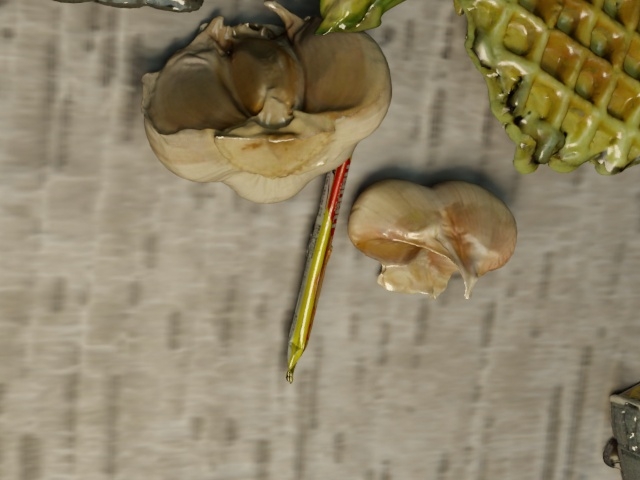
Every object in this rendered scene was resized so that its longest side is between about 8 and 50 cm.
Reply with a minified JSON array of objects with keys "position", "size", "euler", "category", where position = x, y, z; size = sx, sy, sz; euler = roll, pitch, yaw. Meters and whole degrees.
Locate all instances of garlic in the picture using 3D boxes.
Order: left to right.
[{"position":[-0.044,-0.117,1.113],"size":[0.230,0.178,0.142],"euler":[-15,139,3],"category":"garlic"},{"position":[0.112,-0.006,1.210],"size":[0.175,0.099,0.124],"euler":[11,84,-20],"category":"garlic"}]

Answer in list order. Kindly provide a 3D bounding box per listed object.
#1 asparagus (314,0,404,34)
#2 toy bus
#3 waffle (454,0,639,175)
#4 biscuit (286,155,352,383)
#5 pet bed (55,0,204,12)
[{"position":[0.136,-0.285,1.099],"size":[0.343,0.082,0.085],"euler":[-27,152,-15],"category":"asparagus"},{"position":[0.406,0.293,1.382],"size":[0.106,0.092,0.268],"euler":[-23,108,-23],"category":"toy bus"},{"position":[0.276,-0.225,1.225],"size":[0.297,0.073,0.317],"euler":[-23,102,-18],"category":"waffle"},{"position":[0.000,0.000,1.197],"size":[0.026,0.048,0.291],"euler":[15,99,8],"category":"biscuit"},{"position":[-0.185,-0.295,1.018],"size":[0.211,0.159,0.183],"euler":[1,77,-20],"category":"pet bed"}]
